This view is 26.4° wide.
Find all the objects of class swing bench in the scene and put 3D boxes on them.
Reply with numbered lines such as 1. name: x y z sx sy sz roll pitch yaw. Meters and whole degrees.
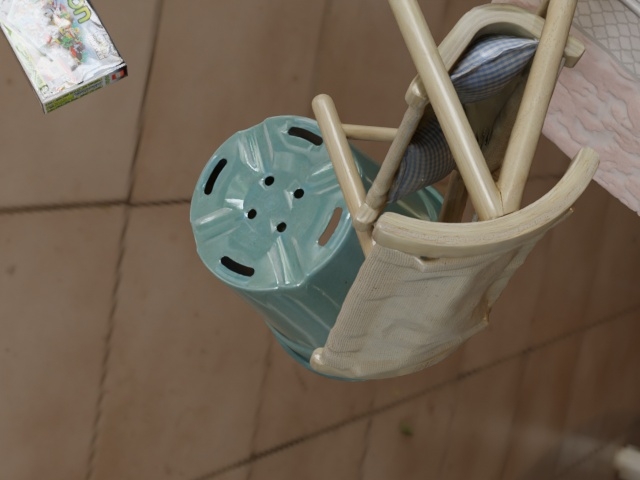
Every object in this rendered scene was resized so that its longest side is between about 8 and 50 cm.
1. swing bench: 0.090 -0.051 1.011 0.253 0.165 0.254 114 -23 -63

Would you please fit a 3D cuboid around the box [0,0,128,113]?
1. box: -0.331 -0.268 1.656 0.114 0.207 0.036 -28 168 -13

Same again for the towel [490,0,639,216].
1. towel: 0.295 -0.134 1.280 0.053 0.332 0.317 -46 172 -17

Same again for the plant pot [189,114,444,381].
1. plant pot: 0.000 0.000 1.947 0.334 0.341 0.341 37 70 -60
